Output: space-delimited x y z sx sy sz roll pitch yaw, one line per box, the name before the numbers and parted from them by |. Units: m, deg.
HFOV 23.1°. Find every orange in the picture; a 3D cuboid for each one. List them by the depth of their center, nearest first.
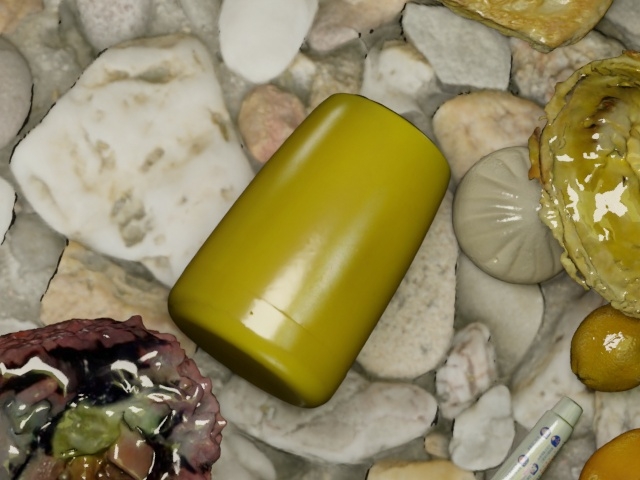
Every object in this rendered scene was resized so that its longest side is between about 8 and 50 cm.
orange | 0.324 0.257 1.501 0.159 0.136 0.159 1 86 -10
orange | 0.288 0.106 1.530 0.095 0.085 0.085 -35 94 -2

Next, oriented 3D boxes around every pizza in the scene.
pizza | 0.184 -0.276 1.555 0.262 0.034 0.181 -3 87 -13

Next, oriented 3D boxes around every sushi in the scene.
sushi | -0.214 0.185 1.366 0.270 0.171 0.236 -7 88 -18

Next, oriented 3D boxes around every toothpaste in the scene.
toothpaste | 0.181 0.243 1.524 0.052 0.033 0.218 40 82 -6

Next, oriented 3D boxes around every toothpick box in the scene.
toothpick box | 0.000 0.000 1.427 0.175 0.175 0.271 36 77 -8

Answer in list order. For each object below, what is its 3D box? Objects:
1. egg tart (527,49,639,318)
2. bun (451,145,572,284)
egg tart | 0.326 -0.055 1.505 0.279 0.095 0.279 11 71 -33
bun | 0.202 -0.025 1.514 0.138 0.094 0.138 0 89 -15
